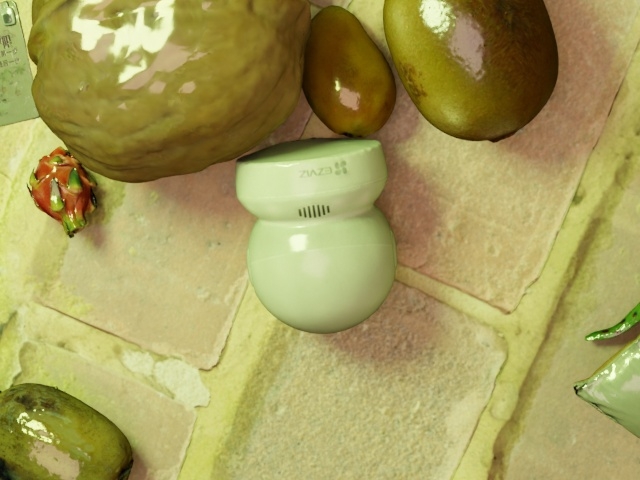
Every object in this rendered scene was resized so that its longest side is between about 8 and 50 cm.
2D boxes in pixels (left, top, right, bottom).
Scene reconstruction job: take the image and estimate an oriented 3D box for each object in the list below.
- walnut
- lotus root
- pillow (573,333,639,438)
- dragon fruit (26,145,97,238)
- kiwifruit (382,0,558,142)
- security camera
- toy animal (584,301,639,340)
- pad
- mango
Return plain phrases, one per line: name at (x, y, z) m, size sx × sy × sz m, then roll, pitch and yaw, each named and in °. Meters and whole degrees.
walnut at (-0.172, -0.232, 1.683) m, size 0.344 × 0.306 × 0.306 m, roll -13°, pitch 96°, yaw 19°
lotus root at (-0.376, 0.262, 1.871) m, size 0.278 × 0.154 × 0.154 m, roll 30°, pitch 103°, yaw 10°
pillow at (0.506, 0.165, 1.688) m, size 0.312 × 0.119 × 0.310 m, roll 38°, pitch 103°, yaw -16°
dragon fruit at (-0.331, -0.061, 1.836) m, size 0.081 × 0.086 × 0.116 m, roll -28°, pitch 83°, yaw 18°
kiwifruit at (0.179, -0.229, 1.665) m, size 0.196 × 0.196 × 0.234 m, roll -16°, pitch 92°, yaw 12°
security camera at (0.000, 0.000, 1.738) m, size 0.195 × 0.194 × 0.236 m, roll -7°, pitch 101°, yaw 11°
toy animal at (0.434, 0.084, 1.748) m, size 0.217 × 0.041 × 0.075 m, roll -39°, pitch 93°, yaw 18°
pad at (-0.510, -0.215, 1.886) m, size 0.265 × 0.009 × 0.159 m, roll -11°, pitch 97°, yaw 12°
mango at (0.027, -0.204, 1.751) m, size 0.111 × 0.089 × 0.163 m, roll -35°, pitch 81°, yaw -2°
